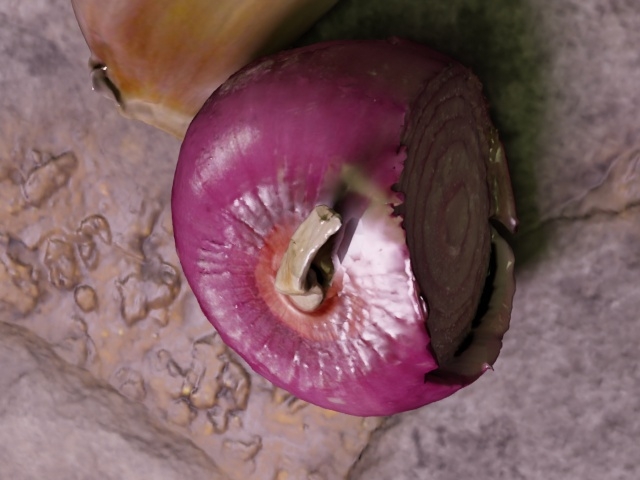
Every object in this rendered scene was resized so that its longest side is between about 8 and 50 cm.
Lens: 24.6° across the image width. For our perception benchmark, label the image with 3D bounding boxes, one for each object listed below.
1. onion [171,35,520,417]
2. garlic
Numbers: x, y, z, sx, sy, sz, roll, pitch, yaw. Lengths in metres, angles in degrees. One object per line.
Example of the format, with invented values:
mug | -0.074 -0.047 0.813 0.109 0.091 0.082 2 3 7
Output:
onion | 0.006 -0.008 0.817 0.200 0.201 0.207 -17 135 23
garlic | -0.036 -0.178 0.809 0.266 0.148 0.129 -25 64 29
